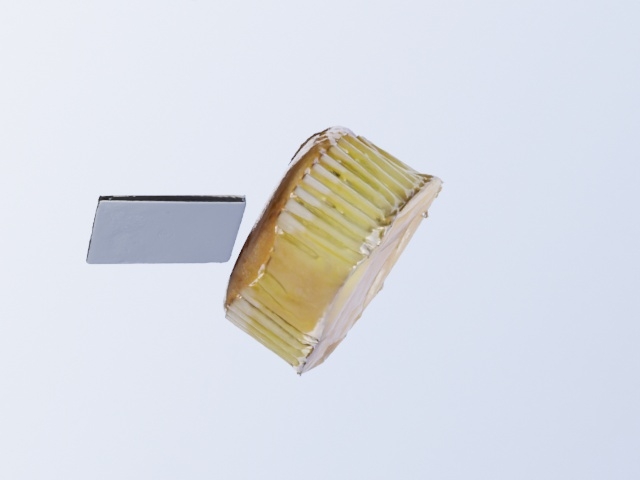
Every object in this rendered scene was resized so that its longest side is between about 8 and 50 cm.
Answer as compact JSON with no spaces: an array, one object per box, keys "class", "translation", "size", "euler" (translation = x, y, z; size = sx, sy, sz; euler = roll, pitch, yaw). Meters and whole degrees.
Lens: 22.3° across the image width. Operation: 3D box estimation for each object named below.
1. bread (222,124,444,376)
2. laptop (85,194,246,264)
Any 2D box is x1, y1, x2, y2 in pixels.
[{"class":"bread","translation":[0.000,0.000,1.824],"size":[0.204,0.156,0.288],"euler":[-44,167,-46]},{"class":"laptop","translation":[-0.201,-0.014,2.106],"size":[0.135,0.197,0.016],"euler":[111,-27,-47]}]
